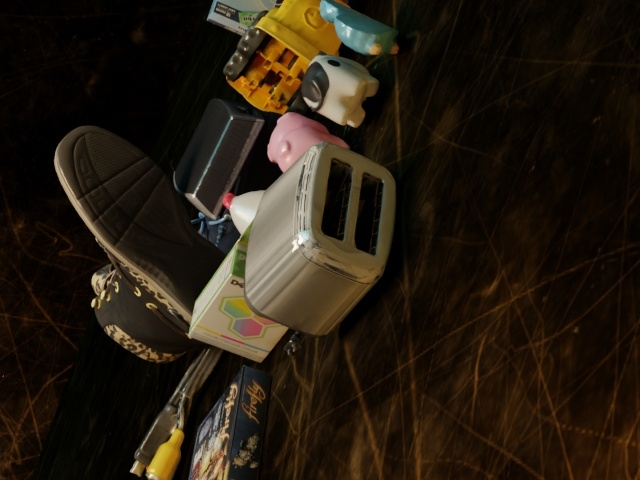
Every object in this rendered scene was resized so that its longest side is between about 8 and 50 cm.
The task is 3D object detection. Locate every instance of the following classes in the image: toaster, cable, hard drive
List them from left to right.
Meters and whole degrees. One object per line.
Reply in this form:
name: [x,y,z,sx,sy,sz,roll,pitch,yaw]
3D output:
cable: [-0.209,0.268,1.838,0.287,0.072,0.139,-58,4,-10]
hard drive: [-0.154,-0.128,1.720,0.172,0.054,0.255,-63,16,5]
toaster: [0.000,0.000,1.306,0.146,0.129,0.227,-48,24,46]

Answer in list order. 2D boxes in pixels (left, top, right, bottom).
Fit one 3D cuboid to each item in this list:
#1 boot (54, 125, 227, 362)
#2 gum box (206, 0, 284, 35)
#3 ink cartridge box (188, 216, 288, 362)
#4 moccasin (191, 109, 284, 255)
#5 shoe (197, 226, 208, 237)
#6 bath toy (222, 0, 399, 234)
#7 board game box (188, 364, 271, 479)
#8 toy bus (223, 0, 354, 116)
boot: [-0.273,0.027,1.728,0.138,0.377,0.284,-50,10,-30]
gum box: [-0.119,-0.478,2.293,0.041,0.157,0.184,-36,35,62]
ink cartridge box: [-0.081,0.066,1.522,0.209,0.109,0.062,-52,23,44]
moccasin: [-0.137,-0.064,1.873,0.342,0.117,0.137,-62,17,21]
shoe: [-0.175,-0.017,2.076,0.077,0.058,0.219,-11,57,35]
bath toy: [-0.020,-0.140,1.565,0.348,0.129,0.151,-64,-18,11]
board game box: [-0.125,0.301,1.483,0.165,0.042,0.243,-55,20,42]
toy bus: [-0.032,-0.317,1.843,0.211,0.149,0.220,-61,9,-23]
